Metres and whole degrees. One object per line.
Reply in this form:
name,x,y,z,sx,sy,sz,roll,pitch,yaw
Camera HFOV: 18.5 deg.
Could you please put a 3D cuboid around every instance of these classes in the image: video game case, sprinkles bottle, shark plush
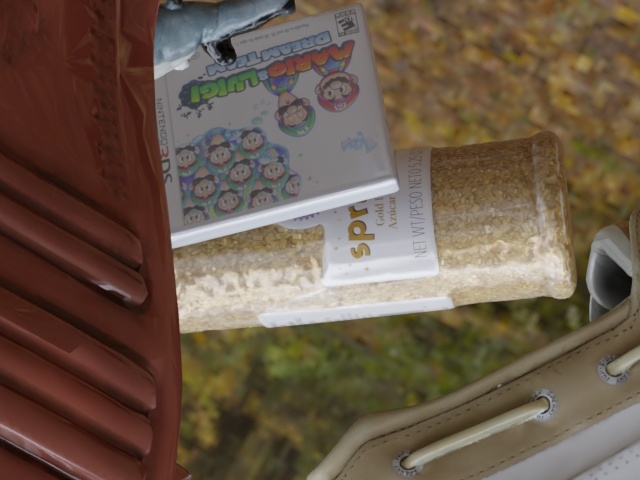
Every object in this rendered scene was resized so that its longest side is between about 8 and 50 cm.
video game case,-0.037,-0.074,1.251,0.157,0.143,0.019,-14,147,7
sprinkles bottle,0.000,0.000,1.400,0.355,0.121,0.121,-6,166,8
shark plush,-0.093,-0.092,0.865,0.161,0.073,0.067,2,131,5

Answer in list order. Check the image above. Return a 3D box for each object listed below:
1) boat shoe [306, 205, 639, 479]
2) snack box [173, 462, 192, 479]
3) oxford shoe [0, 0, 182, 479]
boat shoe,0.133,0.032,0.666,0.103,0.302,0.113,51,165,12
snack box,-0.128,0.043,0.560,0.178,0.064,0.022,35,-168,-3
oxford shoe,-0.118,-0.001,0.422,0.146,0.397,0.140,-13,141,37
